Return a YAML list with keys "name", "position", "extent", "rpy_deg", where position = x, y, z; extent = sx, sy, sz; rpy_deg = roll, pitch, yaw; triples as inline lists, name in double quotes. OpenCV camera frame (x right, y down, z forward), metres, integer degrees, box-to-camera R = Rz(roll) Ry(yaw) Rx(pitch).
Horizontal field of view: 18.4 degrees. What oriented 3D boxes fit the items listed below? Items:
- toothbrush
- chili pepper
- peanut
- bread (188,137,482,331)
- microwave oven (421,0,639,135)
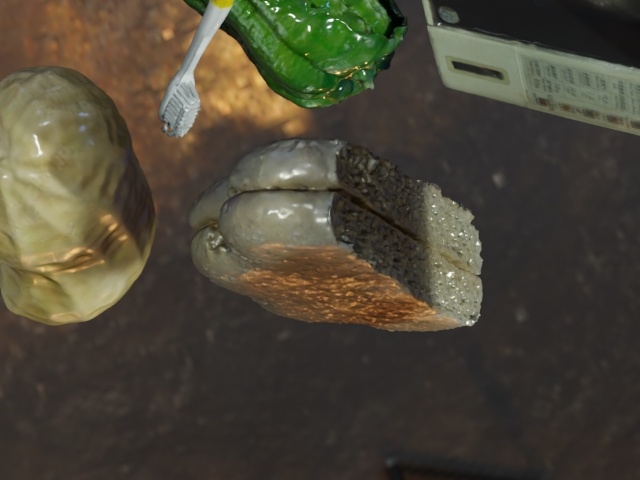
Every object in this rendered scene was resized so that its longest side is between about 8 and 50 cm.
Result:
- name: "toothbrush"
  position: [-0.055, -0.165, 1.244]
  extent: [0.021, 0.024, 0.288]
  rpy_deg: [-12, 147, -32]
- name: "chili pepper"
  position: [-0.070, -0.298, 2.009]
  extent: [0.167, 0.385, 0.213]
  rpy_deg: [-39, 173, 33]
- name: "peanut"
  position: [-0.235, -0.034, 1.828]
  extent: [0.158, 0.174, 0.340]
  rpy_deg: [17, 159, 17]
- name: "bread"
  position: [0.002, 0.005, 1.578]
  extent: [0.183, 0.102, 0.337]
  rpy_deg: [-9, 162, 24]
- name: "microwave oven"
  position: [0.190, -0.298, 1.208]
  extent: [0.333, 0.247, 0.394]
  rpy_deg: [-54, 149, -25]
